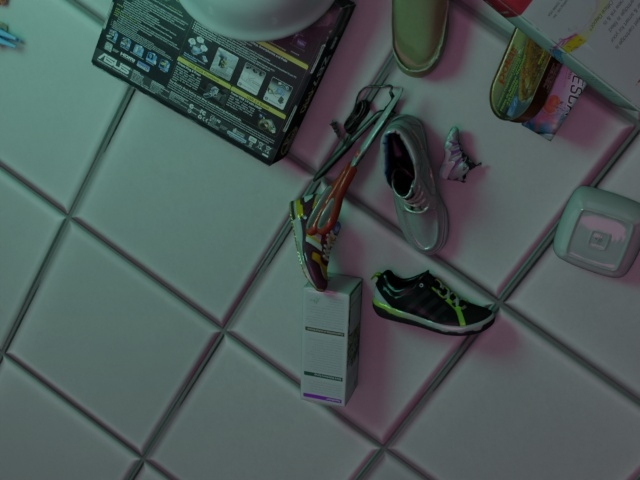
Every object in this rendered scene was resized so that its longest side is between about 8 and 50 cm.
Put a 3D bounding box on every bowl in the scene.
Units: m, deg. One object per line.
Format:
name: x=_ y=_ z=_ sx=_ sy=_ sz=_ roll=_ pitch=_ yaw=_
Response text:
bowl: x=-0.106 y=-0.478 z=1.502 sx=0.298 sy=0.134 sz=0.298 roll=0 pitch=77 yaw=1
bowl: x=0.470 y=-0.008 z=1.586 sx=0.142 sy=0.053 sz=0.142 roll=21 pitch=115 yaw=13

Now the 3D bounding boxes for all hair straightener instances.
hair straightener: x=0.053 y=-0.190 z=1.673 sx=0.089 sy=0.047 sz=0.230 roll=38 pitch=116 yaw=4

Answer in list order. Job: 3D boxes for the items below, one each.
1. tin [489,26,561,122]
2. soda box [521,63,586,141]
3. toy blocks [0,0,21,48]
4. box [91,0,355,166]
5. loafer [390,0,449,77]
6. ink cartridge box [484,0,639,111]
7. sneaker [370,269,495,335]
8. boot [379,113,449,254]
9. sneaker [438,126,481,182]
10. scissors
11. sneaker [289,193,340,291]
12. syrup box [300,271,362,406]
tin: x=0.335 y=-0.280 z=1.512 sx=0.106 sy=0.040 sz=0.189 roll=42 pitch=117 yaw=48
soda box: x=0.397 y=-0.255 z=1.519 sx=0.058 sy=0.063 sz=0.183 roll=31 pitch=115 yaw=7
toy blocks: x=-0.645 y=-0.443 z=1.830 sx=0.148 sy=0.054 sz=0.123 roll=23 pitch=115 yaw=11
box: x=-0.181 y=-0.364 z=1.670 sx=0.395 sy=0.097 sz=0.318 roll=30 pitch=117 yaw=8
loafer: x=0.161 y=-0.397 z=1.538 sx=0.102 sy=0.092 sz=0.268 roll=11 pitch=111 yaw=16
ink cartridge box: x=0.406 y=-0.365 z=1.369 sx=0.306 sy=0.131 sz=0.226 roll=36 pitch=99 yaw=-11
sneaker: x=0.200 y=0.105 z=1.702 sx=0.235 sy=0.084 sz=0.097 roll=9 pitch=110 yaw=16
boot: x=0.153 y=-0.083 z=1.632 sx=0.095 sy=0.123 sz=0.258 roll=-11 pitch=104 yaw=23
sneaker: x=0.246 y=-0.146 z=1.628 sx=0.069 sy=0.038 sz=0.098 roll=15 pitch=122 yaw=12
scissors: x=0.054 y=-0.137 z=1.640 sx=0.021 sy=0.109 sz=0.297 roll=26 pitch=93 yaw=-17
sneaker: x=0.000 y=0.000 z=1.711 sx=0.084 sy=0.069 sz=0.185 roll=-17 pitch=71 yaw=8
syrup box: x=0.020 y=0.188 z=1.789 sx=0.096 sy=0.093 sz=0.237 roll=9 pitch=111 yaw=16
